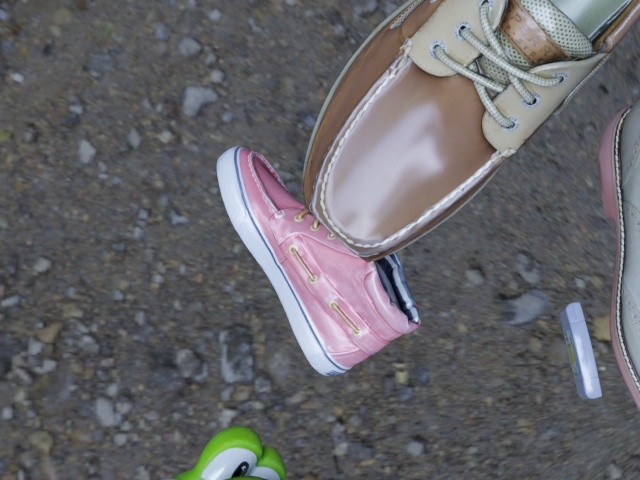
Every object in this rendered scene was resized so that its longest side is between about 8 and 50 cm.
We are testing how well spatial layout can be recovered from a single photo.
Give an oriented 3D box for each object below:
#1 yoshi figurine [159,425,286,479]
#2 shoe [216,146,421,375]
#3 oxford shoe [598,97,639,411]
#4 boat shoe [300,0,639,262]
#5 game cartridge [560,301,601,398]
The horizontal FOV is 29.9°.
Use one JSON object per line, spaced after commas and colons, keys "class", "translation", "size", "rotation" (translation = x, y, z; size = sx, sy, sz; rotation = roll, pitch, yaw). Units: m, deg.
{"class": "yoshi figurine", "translation": [-0.141, 0.327, 1.047], "size": [0.203, 0.203, 0.362], "rotation": [30, 75, 25]}
{"class": "shoe", "translation": [0.000, 0.000, 0.835], "size": [0.081, 0.063, 0.178], "rotation": [-30, 83, 23]}
{"class": "oxford shoe", "translation": [0.350, 0.034, 1.113], "size": [0.140, 0.146, 0.397], "rotation": [-8, 74, -11]}
{"class": "boat shoe", "translation": [0.112, -0.126, 0.721], "size": [0.122, 0.120, 0.324], "rotation": [41, 91, -5]}
{"class": "game cartridge", "translation": [0.225, 0.096, 1.037], "size": [0.017, 0.056, 0.083], "rotation": [-11, 81, -1]}
